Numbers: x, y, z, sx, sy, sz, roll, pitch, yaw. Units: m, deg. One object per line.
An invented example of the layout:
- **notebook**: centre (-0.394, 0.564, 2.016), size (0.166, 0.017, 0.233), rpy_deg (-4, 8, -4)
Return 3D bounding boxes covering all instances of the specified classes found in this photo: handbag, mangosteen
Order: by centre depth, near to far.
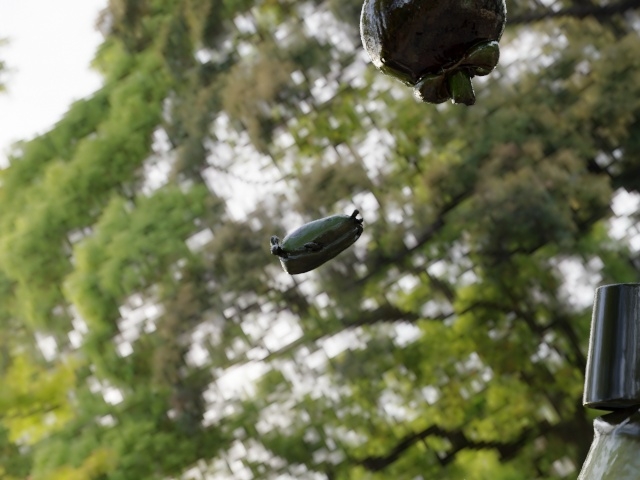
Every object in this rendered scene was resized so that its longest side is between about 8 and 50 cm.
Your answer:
- **handbag**: centre (0.000, 0.000, 1.772), size (0.111, 0.047, 0.072), rpy_deg (-23, 19, 2)
- **mangosteen**: centre (0.161, -0.302, 2.225), size (0.216, 0.216, 0.216), rpy_deg (-25, -25, -12)

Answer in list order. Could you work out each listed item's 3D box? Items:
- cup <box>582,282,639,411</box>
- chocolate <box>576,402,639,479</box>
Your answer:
- **cup**: centre (0.508, 0.165, 2.286), size (0.239, 0.177, 0.166), rpy_deg (7, -13, -16)
- **chocolate**: centre (0.500, 0.435, 2.208), size (0.297, 0.314, 0.326), rpy_deg (-62, 9, -24)
